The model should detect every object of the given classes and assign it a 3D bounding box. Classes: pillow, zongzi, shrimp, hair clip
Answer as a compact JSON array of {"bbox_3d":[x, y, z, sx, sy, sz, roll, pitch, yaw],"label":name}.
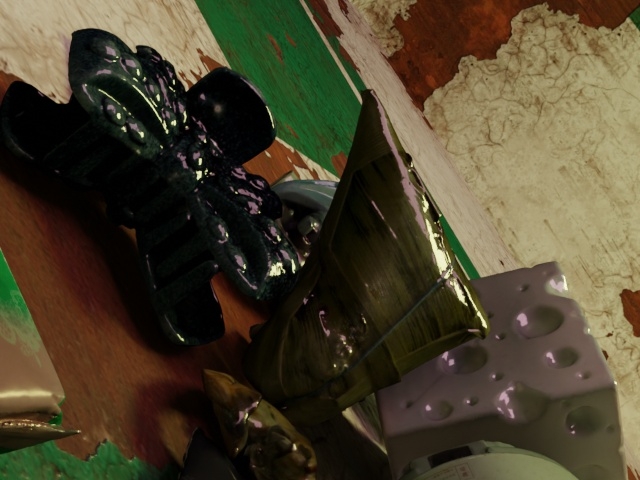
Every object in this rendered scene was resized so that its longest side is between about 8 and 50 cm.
[{"bbox_3d":[-0.049,0.255,1.041,0.208,0.055,0.141,53,7,-9],"label":"pillow"},{"bbox_3d":[0.008,0.023,1.258,0.274,0.251,0.125,65,-18,-16],"label":"zongzi"},{"bbox_3d":[-0.052,0.168,1.119,0.145,0.059,0.254,54,-3,-6],"label":"shrimp"},{"bbox_3d":[-0.146,-0.062,1.214,0.310,0.194,0.206,53,21,-14],"label":"hair clip"}]

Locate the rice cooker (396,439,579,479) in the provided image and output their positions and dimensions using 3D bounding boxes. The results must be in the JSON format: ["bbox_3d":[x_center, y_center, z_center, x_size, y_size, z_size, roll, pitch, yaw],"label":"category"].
[{"bbox_3d":[0.162,0.341,1.109,0.316,0.264,0.316,167,-90,-85],"label":"rice cooker"}]

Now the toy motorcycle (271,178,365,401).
[{"bbox_3d":[0.056,0.065,1.590,0.416,0.172,0.232,42,19,-26],"label":"toy motorcycle"}]

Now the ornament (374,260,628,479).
[{"bbox_3d":[0.188,0.203,1.412,0.240,0.239,0.239,-101,178,-59],"label":"ornament"}]

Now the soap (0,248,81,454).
[{"bbox_3d":[-0.272,0.009,0.798,0.273,0.098,0.218,62,9,19],"label":"soap"}]

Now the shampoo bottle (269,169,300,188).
[{"bbox_3d":[0.000,0.000,1.780,0.204,0.065,0.065,53,14,-7],"label":"shampoo bottle"}]

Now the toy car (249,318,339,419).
[{"bbox_3d":[-0.005,0.140,1.385,0.139,0.112,0.112,49,27,-60],"label":"toy car"}]
